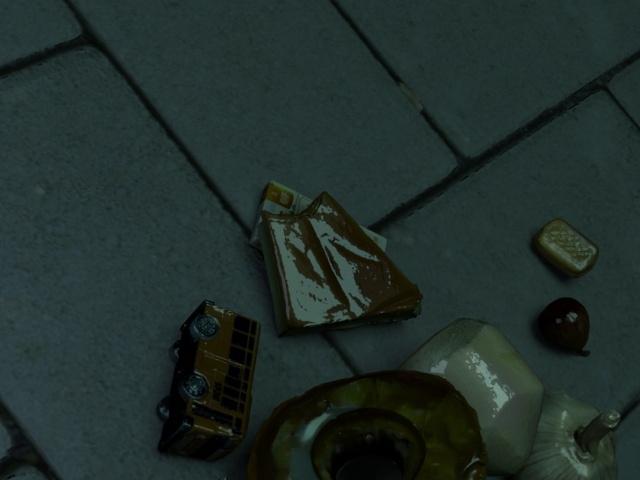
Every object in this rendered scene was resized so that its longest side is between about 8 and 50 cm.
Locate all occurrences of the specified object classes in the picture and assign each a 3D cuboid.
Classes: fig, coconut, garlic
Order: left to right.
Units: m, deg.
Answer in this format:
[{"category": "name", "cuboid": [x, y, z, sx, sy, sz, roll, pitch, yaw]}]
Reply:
[{"category": "coconut", "cuboid": [0.225, 0.244, 1.773, 0.234, 0.224, 0.224, 50, 48, 4]}, {"category": "fig", "cuboid": [0.430, 0.161, 2.048, 0.125, 0.089, 0.089, 57, 45, -18]}, {"category": "garlic", "cuboid": [0.401, 0.302, 1.835, 0.199, 0.226, 0.199, 13, 56, -19]}]

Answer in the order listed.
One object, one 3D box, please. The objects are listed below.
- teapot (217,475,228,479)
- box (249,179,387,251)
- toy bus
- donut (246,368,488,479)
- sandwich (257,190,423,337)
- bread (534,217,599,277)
[{"category": "teapot", "cuboid": [-0.171, 0.365, 1.498, 0.116, 0.116, 0.173, 42, 49, -3]}, {"category": "box", "cuboid": [0.000, 0.000, 1.891, 0.220, 0.032, 0.122, 26, 53, -18]}, {"category": "toy bus", "cuboid": [-0.149, 0.197, 1.628, 0.114, 0.098, 0.201, 22, 51, -20]}, {"category": "donut", "cuboid": [0.064, 0.308, 1.573, 0.330, 0.160, 0.330, -2, 60, 3]}, {"category": "sandwich", "cuboid": [0.033, 0.028, 1.833, 0.245, 0.063, 0.212, -6, 78, -29]}, {"category": "bread", "cuboid": [0.441, 0.018, 2.152, 0.115, 0.056, 0.082, 36, 66, 11]}]
